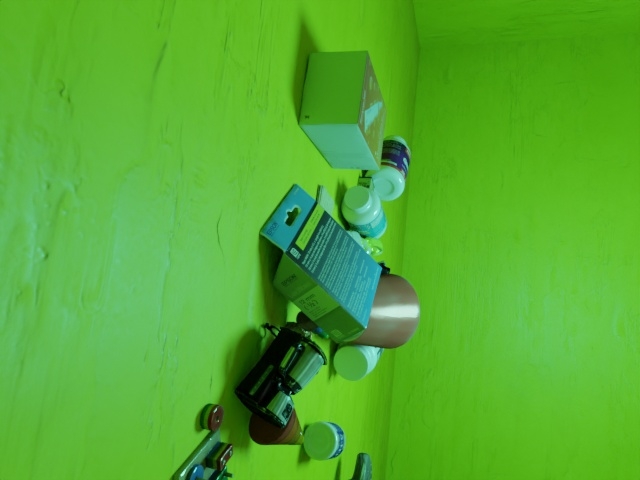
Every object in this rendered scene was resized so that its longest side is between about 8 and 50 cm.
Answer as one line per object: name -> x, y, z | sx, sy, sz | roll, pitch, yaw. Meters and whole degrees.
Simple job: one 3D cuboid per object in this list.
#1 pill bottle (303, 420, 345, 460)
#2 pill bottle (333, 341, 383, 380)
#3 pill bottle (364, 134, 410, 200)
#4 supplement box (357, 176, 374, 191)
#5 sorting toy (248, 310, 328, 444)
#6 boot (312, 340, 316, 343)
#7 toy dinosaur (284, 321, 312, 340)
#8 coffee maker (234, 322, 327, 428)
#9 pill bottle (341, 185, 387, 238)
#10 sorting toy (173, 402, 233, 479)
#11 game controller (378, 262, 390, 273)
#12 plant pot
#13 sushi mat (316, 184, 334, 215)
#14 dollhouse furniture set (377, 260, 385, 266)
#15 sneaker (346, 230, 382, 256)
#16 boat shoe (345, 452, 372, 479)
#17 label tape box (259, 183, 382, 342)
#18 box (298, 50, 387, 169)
pill bottle -> 0.021, 0.647, 1.443 | 0.186, 0.112, 0.112 | 55, 42, -63
pill bottle -> 0.151, 0.426, 1.723 | 0.278, 0.162, 0.162 | -17, 110, -70
pill bottle -> 0.310, -0.341, 2.028 | 0.181, 0.181, 0.323 | 76, 25, -43
supplement box -> 0.191, -0.213, 1.885 | 0.083, 0.056, 0.083 | 59, 38, -60
sorting toy -> -0.045, 0.340, 1.091 | 0.126, 0.127, 0.365 | 51, 41, -30
boot -> -0.036, 0.356, 1.324 | 0.114, 0.037, 0.106 | 19, 63, -75
toy dinosaur -> -0.039, 0.262, 1.256 | 0.211, 0.064, 0.112 | 29, 65, -71
coffee maker -> -0.098, 0.293, 0.976 | 0.178, 0.171, 0.120 | -50, 122, -28
pill bottle -> 0.161, -0.105, 1.671 | 0.264, 0.146, 0.146 | 53, 44, -63
sorting toy -> -0.203, 0.450, 0.812 | 0.132, 0.046, 0.274 | -36, 128, -67
game controller -> 0.166, 0.091, 1.693 | 0.067, 0.166, 0.319 | -67, 162, 0
plant pot -> 0.162, 0.240, 1.526 | 0.243, 0.275, 0.275 | 9, 84, -45
sushi mat -> 0.000, 0.000, 1.398 | 0.151, 0.019, 0.316 | 44, 52, -68
dollhouse furniture set -> 0.267, 0.188, 2.149 | 0.129, 0.129, 0.184 | 53, 20, -63
sneaker -> 0.120, 0.028, 1.679 | 0.240, 0.126, 0.091 | 15, 66, -41
boat shoe -> 0.112, 1.029, 1.780 | 0.132, 0.130, 0.355 | 50, 52, -60
label tape box -> -0.009, 0.054, 1.154 | 0.347, 0.115, 0.249 | 43, 36, -13
box -> 0.082, -0.369, 1.329 | 0.345, 0.168, 0.215 | 32, 64, -70
